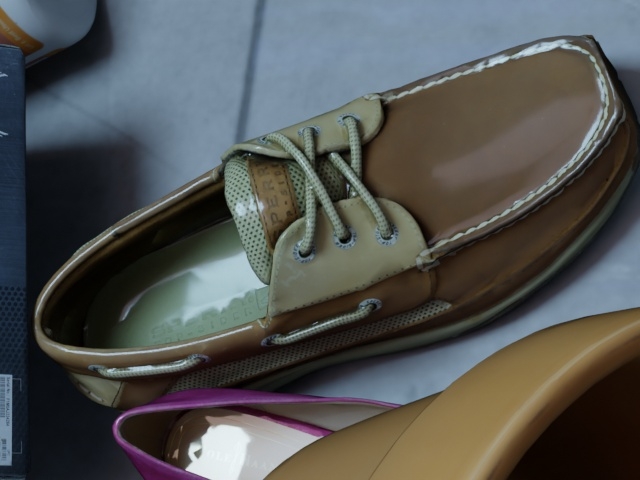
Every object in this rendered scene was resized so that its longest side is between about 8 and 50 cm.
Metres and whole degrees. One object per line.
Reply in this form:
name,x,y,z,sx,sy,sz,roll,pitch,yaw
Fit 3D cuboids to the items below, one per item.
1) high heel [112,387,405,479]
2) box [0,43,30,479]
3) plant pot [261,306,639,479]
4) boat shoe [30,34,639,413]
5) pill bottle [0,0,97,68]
high heel,0.026,0.104,0.784,0.244,0.117,0.082,7,79,30
box,-0.207,0.032,0.910,0.183,0.059,0.233,144,127,-58
plant pot,0.081,0.165,0.594,0.203,0.291,0.291,-3,72,57
boat shoe,0.000,0.000,0.826,0.324,0.120,0.122,-30,64,18
pill bottle,-0.251,-0.132,0.999,0.216,0.121,0.121,-23,66,21
